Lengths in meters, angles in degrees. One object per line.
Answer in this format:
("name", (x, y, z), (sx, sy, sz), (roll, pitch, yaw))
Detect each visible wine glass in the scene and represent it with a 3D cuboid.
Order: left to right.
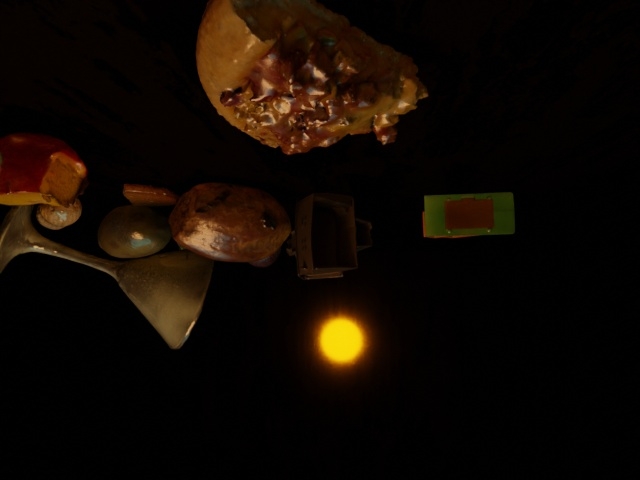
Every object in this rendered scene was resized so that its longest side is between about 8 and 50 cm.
("wine glass", (-0.466, 0.058, 0.939), (0.405, 0.267, 0.267), (25, 163, -27))

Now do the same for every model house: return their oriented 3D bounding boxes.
("model house", (0.000, 0.000, 1.156), (0.204, 0.212, 0.243), (5, 167, -30))

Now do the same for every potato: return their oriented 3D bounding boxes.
("potato", (-0.539, -0.025, 1.208), (0.251, 0.159, 0.174), (-18, 139, 32))

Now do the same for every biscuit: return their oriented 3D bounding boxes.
("biscuit", (-0.401, -0.106, 1.016), (0.125, 0.025, 0.206), (2, 175, -18))

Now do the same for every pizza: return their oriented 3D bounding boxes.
("pizza", (-0.002, -0.143, 0.427), (0.228, 0.082, 0.289), (0, 173, -3))

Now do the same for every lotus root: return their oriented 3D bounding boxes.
("lotus root", (-0.191, -0.048, 0.980), (0.290, 0.194, 0.193), (12, 167, -42))

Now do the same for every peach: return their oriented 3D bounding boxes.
("peach", (-0.429, -0.102, 0.622), (0.151, 0.151, 0.119), (-1, 129, 0))

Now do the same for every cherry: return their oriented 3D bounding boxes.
("cherry", (-0.244, 0.030, 1.715), (0.175, 0.176, 0.140), (1, -155, -11))

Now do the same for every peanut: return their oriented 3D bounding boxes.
("peanut", (-0.643, -0.072, 1.042), (0.087, 0.087, 0.206), (4, 172, -38))

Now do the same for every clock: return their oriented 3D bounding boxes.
("clock", (0.396, -0.054, 1.192), (0.219, 0.106, 0.255), (-1, 174, 10))

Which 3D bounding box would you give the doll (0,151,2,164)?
("doll", (-0.511, -0.095, 0.397), (0.321, 0.186, 0.198), (-16, -151, -13))

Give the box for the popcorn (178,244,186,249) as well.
("popcorn", (-0.338, -0.021, 1.213), (0.170, 0.180, 0.180), (37, 161, -17))

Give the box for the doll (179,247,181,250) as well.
("doll", (-0.549, 0.015, 1.818), (0.201, 0.156, 0.303), (-40, -149, -18))
